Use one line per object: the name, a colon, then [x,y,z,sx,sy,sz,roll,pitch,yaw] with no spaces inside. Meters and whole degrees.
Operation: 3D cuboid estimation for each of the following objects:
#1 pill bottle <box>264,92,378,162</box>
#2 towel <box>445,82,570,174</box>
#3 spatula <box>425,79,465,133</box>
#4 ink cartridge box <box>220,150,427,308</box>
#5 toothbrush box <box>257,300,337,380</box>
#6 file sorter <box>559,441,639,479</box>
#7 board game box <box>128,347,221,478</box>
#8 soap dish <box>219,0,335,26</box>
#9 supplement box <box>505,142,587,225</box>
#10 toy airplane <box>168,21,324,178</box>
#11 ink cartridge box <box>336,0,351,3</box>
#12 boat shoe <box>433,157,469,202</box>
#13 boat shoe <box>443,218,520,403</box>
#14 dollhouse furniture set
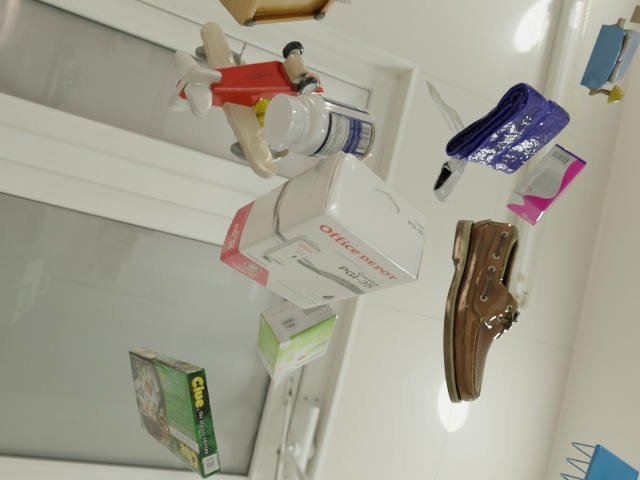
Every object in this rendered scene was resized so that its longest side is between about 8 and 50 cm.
pill bottle: [0.001,-0.173,0.770,0.094,0.169,0.094,-4,-95,48]
towel: [0.468,-0.253,1.212,0.227,0.308,0.076,-40,-116,35]
spatula: [0.382,-0.350,1.437,0.019,0.242,0.168,-41,-127,11]
ink cartridge box: [0.000,0.000,0.823,0.283,0.207,0.117,-22,-138,46]
toothbrush box: [-0.081,0.301,1.586,0.122,0.206,0.283,55,-28,26]
file sorter: [0.620,0.571,1.143,0.170,0.118,0.104,-57,-176,-21]
board game box: [-0.220,0.236,0.723,0.259,0.030,0.136,-6,-89,54]
soap dish: [-0.043,-0.502,0.893,0.291,0.228,0.118,-17,-90,65]
supplement box: [0.693,-0.171,1.540,0.220,0.111,0.114,-44,159,-12]
toy airplane: [-0.220,-0.382,1.350,0.386,0.384,0.272,-66,-173,-28]
ink cartridge box: [0.063,-0.736,1.411,0.061,0.104,0.181,-35,-151,7]
boat shoe: [0.384,-0.202,1.485,0.066,0.063,0.184,12,-116,53]
boat shoe: [0.257,0.101,0.781,0.111,0.104,0.307,50,47,-58]
dollhouse furniture set: [0.801,-0.474,1.178,0.198,0.286,0.304,30,-57,33]
